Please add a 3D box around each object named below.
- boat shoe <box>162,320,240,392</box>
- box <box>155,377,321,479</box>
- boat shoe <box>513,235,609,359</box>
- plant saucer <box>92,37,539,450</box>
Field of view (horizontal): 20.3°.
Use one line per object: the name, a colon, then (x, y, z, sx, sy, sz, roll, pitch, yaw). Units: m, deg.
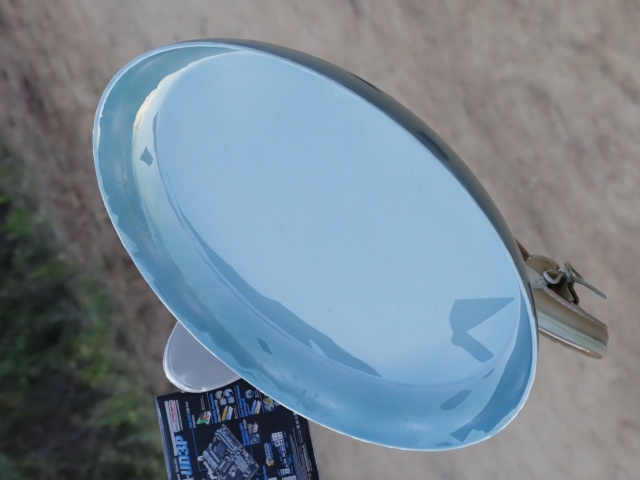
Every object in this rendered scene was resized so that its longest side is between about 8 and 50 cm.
boat shoe: (-0.058, 0.053, 1.541, 0.078, 0.219, 0.070, 46, 154, -4)
box: (-0.090, 0.270, 2.094, 0.051, 0.175, 0.220, 79, 178, -64)
boat shoe: (0.209, 0.027, 1.927, 0.285, 0.089, 0.104, 38, -178, 34)
plant saucer: (0.000, 0.000, 1.096, 0.317, 0.044, 0.318, 26, 143, 21)
